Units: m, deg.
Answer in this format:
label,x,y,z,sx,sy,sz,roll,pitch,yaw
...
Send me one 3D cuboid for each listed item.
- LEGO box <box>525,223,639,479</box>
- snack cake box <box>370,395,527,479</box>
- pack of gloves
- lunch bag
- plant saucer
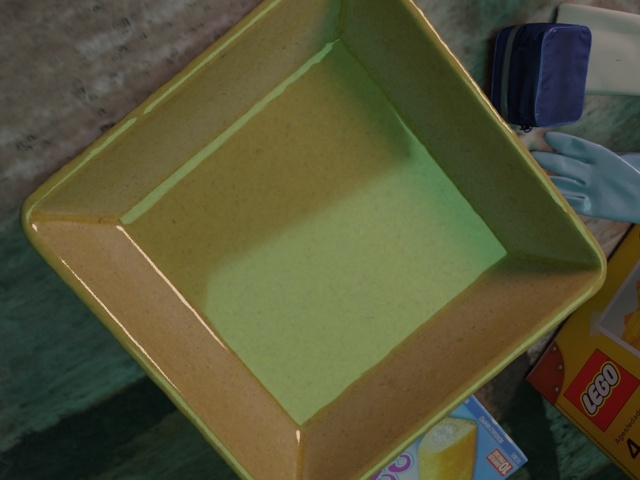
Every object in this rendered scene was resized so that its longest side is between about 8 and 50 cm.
label,x,y,z,sx,sy,sz,roll,pitch,yaw
LEGO box,0.502,0.061,0.575,0.193,0.372,0.500,26,101,-26
snack cake box,0.085,0.190,0.645,0.152,0.089,0.264,-41,119,0
pack of gloves,0.325,-0.110,0.576,0.232,0.046,0.195,14,111,19
lunch bag,0.196,-0.147,0.554,0.067,0.065,0.099,-10,112,-28
plant saucer,0.000,0.000,0.493,0.332,0.081,0.333,-39,97,0
